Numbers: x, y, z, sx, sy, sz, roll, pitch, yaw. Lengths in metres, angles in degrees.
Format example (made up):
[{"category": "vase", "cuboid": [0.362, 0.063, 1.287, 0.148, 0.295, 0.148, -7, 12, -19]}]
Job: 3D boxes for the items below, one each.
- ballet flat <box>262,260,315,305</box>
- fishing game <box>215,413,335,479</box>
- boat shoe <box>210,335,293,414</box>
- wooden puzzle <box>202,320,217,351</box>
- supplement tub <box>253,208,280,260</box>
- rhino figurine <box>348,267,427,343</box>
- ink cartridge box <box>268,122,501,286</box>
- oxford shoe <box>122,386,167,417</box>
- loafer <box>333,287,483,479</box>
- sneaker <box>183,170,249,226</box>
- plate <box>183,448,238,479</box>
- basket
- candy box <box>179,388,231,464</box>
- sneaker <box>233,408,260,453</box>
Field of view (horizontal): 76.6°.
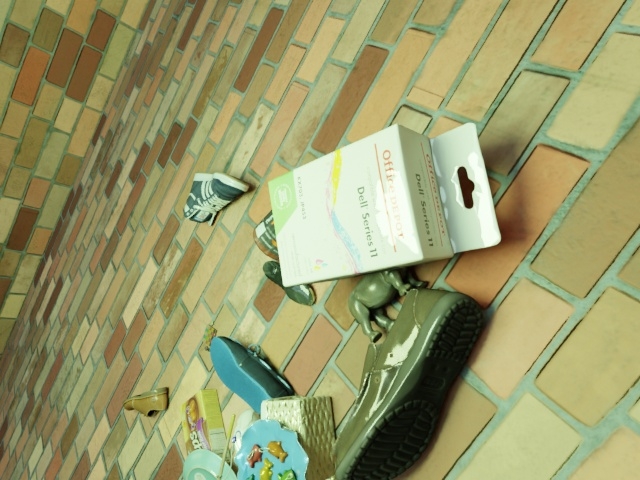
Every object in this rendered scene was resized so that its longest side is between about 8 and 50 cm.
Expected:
[{"category": "ballet flat", "cuboid": [-0.070, 0.096, 0.952, 0.173, 0.049, 0.057, 34, 98, 36]}, {"category": "fishing game", "cuboid": [-0.094, 0.418, 0.723, 0.264, 0.041, 0.189, 15, 89, 38]}, {"category": "boat shoe", "cuboid": [-0.167, 0.312, 0.947, 0.258, 0.089, 0.109, 35, 116, 37]}, {"category": "wooden puzzle", "cuboid": [-0.313, 0.269, 1.144, 0.049, 0.006, 0.083, 16, 90, 44]}, {"category": "supplement tub", "cuboid": [-0.056, -0.051, 0.904, 0.198, 0.106, 0.106, -44, 53, 26]}, {"category": "rhino figurine", "cuboid": [0.134, 0.062, 0.746, 0.106, 0.073, 0.243, 41, 105, 38]}, {"category": "ink cartridge box", "cuboid": [0.083, -0.051, 0.669, 0.353, 0.119, 0.207, -16, 80, 39]}, {"category": "oxford shoe", "cuboid": [-0.543, 0.508, 1.246, 0.212, 0.076, 0.076, -26, 72, 36]}, {"category": "loafer", "cuboid": [0.132, 0.238, 0.679, 0.366, 0.134, 0.130, -59, 29, 2]}, {"category": "sneaker", "cuboid": [-0.311, -0.117, 1.186, 0.282, 0.099, 0.153, 13, 82, 51]}, {"category": "plate", "cuboid": [-0.259, 0.582, 0.945, 0.188, 0.024, 0.188, 5, 100, 29]}, {"category": "basket", "cuboid": [-0.038, 0.389, 0.786, 0.103, 0.113, 0.167, -21, 65, 33]}, {"category": "candy box", "cuboid": [-0.297, 0.492, 1.035, 0.109, 0.053, 0.187, -41, 53, 26]}, {"category": "sneaker", "cuboid": [-0.115, 0.465, 0.866, 0.115, 0.090, 0.232, -23, 45, 2]}]
